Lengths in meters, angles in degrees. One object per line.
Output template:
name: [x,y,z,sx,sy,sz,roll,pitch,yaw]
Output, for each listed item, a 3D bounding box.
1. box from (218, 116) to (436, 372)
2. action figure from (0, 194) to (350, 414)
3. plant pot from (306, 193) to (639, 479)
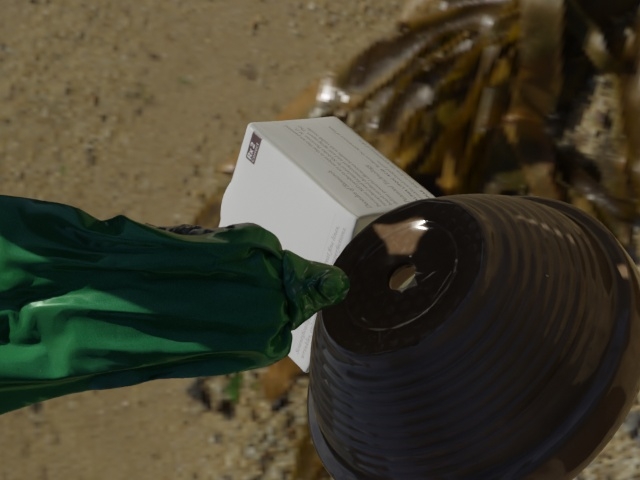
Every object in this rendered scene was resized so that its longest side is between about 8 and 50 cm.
box: [0.000,0.000,1.532,0.182,0.119,0.181,42,127,37]
action figure: [-0.097,0.032,0.880,0.232,0.063,0.137,-3,98,13]
plant pot: [0.075,0.051,0.981,0.237,0.110,0.237,-24,41,23]
